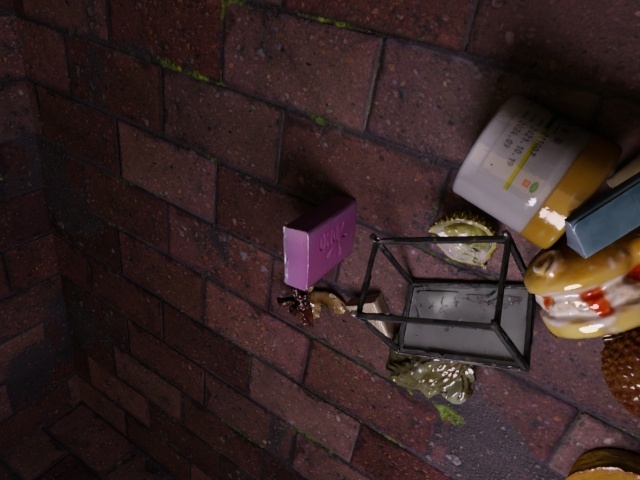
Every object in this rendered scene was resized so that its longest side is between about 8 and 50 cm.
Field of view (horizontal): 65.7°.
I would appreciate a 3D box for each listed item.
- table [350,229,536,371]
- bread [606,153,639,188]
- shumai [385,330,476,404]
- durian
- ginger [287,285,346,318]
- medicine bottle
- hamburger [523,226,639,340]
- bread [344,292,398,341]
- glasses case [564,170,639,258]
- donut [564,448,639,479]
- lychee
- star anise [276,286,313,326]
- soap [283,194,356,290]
[{"bbox_3d":[0.297,0.140,1.166,0.335,0.222,0.272,-2,149,36],"label":"table"},{"bbox_3d":[0.671,-0.128,0.945,0.139,0.060,0.178,46,130,5],"label":"bread"},{"bbox_3d":[0.328,0.332,1.376,0.218,0.189,0.256,41,126,-17],"label":"shumai"},{"bbox_3d":[0.367,-0.004,1.210,0.146,0.102,0.208,-17,126,39],"label":"durian"},{"bbox_3d":[-0.010,0.209,1.605,0.214,0.059,0.133,17,113,26],"label":"ginger"},{"bbox_3d":[0.425,-0.140,0.996,0.232,0.238,0.238,36,129,16],"label":"medicine bottle"},{"bbox_3d":[0.561,0.059,0.981,0.302,0.261,0.186,-17,102,61],"label":"hamburger"},{"bbox_3d":[0.156,0.237,1.483,0.105,0.077,0.152,-17,99,36],"label":"bread"},{"bbox_3d":[0.558,-0.072,0.856,0.266,0.105,0.056,-35,52,9],"label":"glasses case"},{"bbox_3d":[0.761,0.646,1.244,0.277,0.108,0.278,16,121,28],"label":"donut"},{"bbox_3d":[0.703,0.262,0.997,0.267,0.267,0.267,16,121,28],"label":"lychee"},{"bbox_3d":[-0.088,0.207,1.537,0.158,0.144,0.140,42,127,17],"label":"star anise"},{"bbox_3d":[0.002,0.000,1.354,0.081,0.259,0.181,17,121,27],"label":"soap"}]
